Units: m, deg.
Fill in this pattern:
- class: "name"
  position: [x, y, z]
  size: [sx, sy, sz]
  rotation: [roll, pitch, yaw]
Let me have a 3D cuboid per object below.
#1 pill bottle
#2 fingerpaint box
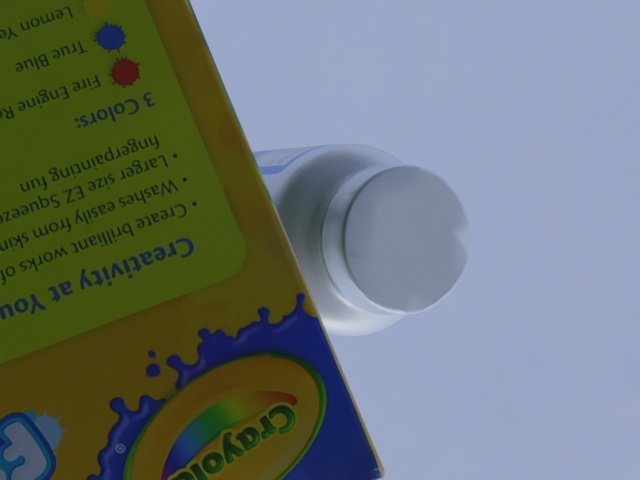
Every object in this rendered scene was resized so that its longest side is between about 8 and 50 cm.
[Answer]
- class: "pill bottle"
  position: [0.000, 0.000, 1.153]
  size: [0.221, 0.124, 0.124]
  rotation: [2, -100, 62]
- class: "fingerpaint box"
  position: [-0.241, 0.052, 0.947]
  size: [0.445, 0.163, 0.371]
  rotation: [-21, -104, -8]
